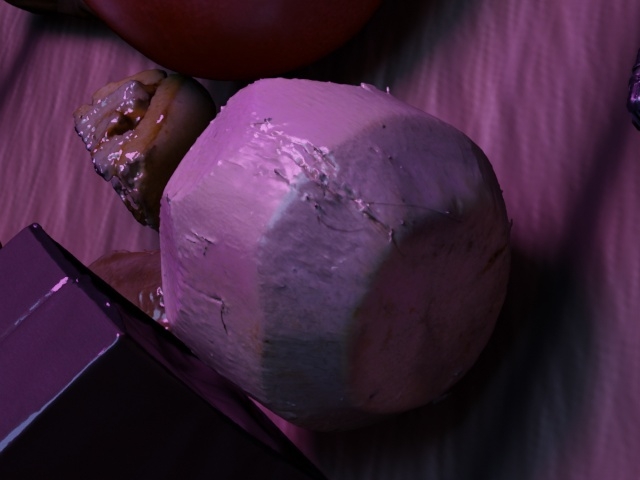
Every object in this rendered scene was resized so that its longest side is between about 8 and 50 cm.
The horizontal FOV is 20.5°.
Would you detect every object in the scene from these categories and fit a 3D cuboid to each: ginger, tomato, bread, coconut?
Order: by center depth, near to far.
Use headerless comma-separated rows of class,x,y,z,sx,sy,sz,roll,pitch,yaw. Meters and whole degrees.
coconut,0.002,-0.001,1.182,0.230,0.227,0.227,32,83,43
ginger,-0.111,0.042,1.373,0.213,0.074,0.137,-27,50,16
tomato,-0.074,-0.300,1.421,0.321,0.321,0.321,-24,45,27
bread,-0.129,-0.079,1.472,0.110,0.103,0.156,-34,46,0

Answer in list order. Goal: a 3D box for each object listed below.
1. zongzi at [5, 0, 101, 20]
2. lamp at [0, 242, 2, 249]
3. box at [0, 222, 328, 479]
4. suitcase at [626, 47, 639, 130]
zongzi,-0.235,-0.235,1.675,0.221,0.112,0.242,-20,48,28
lamp,-0.399,0.066,1.462,0.303,0.257,0.303,-35,2,2
box,-0.140,0.129,1.182,0.153,0.252,0.188,-47,39,0
suitcase,0.248,-0.074,1.090,0.086,0.126,0.059,-9,52,38
